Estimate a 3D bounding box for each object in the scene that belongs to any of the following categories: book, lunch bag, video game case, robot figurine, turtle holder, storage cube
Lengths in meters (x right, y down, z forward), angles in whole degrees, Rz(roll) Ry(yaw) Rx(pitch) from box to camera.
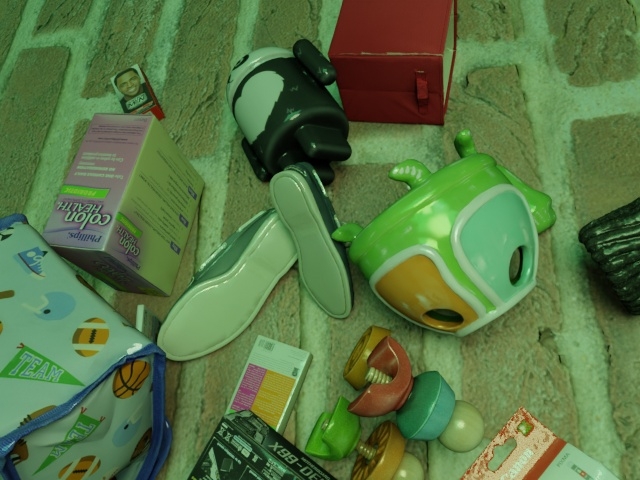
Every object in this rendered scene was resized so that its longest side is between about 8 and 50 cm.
[{"bbox_3d":[-0.083,0.229,0.814,0.096,0.035,0.144,15,69,22],"label":"book"},{"bbox_3d":[-0.381,0.213,0.720,0.328,0.385,0.239,35,43,25],"label":"lunch bag"},{"bbox_3d":[-0.269,0.163,0.834,0.011,0.122,0.087,-6,64,1],"label":"video game case"},{"bbox_3d":[-0.061,-0.222,0.935,0.209,0.173,0.278,-32,62,0],"label":"robot figurine"},{"bbox_3d":[0.199,0.001,0.771,0.243,0.320,0.227,-42,77,29],"label":"turtle holder"},{"bbox_3d":[0.140,-0.342,0.948,0.193,0.183,0.214,6,68,16],"label":"storage cube"}]

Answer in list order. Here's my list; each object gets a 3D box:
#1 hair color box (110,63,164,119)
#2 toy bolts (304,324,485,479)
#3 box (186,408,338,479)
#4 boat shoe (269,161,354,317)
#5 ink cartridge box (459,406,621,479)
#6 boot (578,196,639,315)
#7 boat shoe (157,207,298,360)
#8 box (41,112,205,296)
[{"bbox_3d":[-0.395,-0.309,1.127,0.072,0.043,0.141,-30,62,-1],"label":"hair color box"},{"bbox_3d":[0.113,0.218,0.694,0.159,0.228,0.218,31,54,0],"label":"toy bolts"},{"bbox_3d":[-0.055,0.409,0.664,0.307,0.076,0.242,29,91,23],"label":"box"},{"bbox_3d":[0.000,0.000,0.828,0.095,0.254,0.079,-17,13,39],"label":"boat shoe"},{"bbox_3d":[0.297,0.327,0.678,0.179,0.045,0.145,41,79,23],"label":"ink cartridge box"},{"bbox_3d":[0.546,0.039,0.698,0.348,0.131,0.260,45,111,-9],"label":"boot"},{"bbox_3d":[-0.149,0.066,0.883,0.319,0.116,0.099,-47,29,-6],"label":"boat shoe"},{"bbox_3d":[-0.321,-0.055,0.896,0.117,0.213,0.242,5,67,14],"label":"box"}]
